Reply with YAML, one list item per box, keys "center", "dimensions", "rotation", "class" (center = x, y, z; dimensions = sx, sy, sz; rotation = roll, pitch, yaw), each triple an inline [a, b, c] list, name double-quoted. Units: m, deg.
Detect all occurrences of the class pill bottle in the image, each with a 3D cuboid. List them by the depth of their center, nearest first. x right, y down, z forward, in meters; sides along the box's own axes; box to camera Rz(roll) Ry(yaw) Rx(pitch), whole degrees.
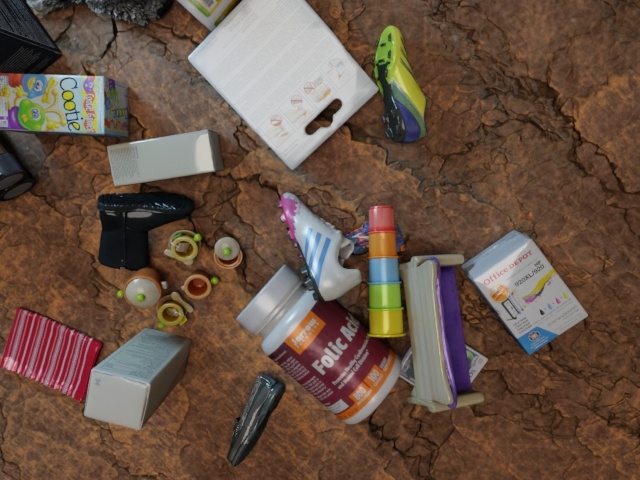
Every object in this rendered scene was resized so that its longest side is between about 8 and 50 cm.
- center: [-0.239, -0.651, 1.249]
  dimensions: [0.136, 0.136, 0.246]
  rotation: [42, 99, -2]
  class: "pill bottle"
- center: [-0.006, 0.257, 1.308]
  dimensions: [0.392, 0.224, 0.224]
  rotation: [41, 99, -2]
  class: "pill bottle"

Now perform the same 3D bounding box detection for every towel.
- center: [-0.779, 0.331, 1.482]
  dimensions: [0.275, 0.031, 0.199]
  rotation: [22, 98, 2]
  class: "towel"

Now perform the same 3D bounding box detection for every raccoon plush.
- center: [-0.542, -0.622, 1.196]
  dimensions: [0.446, 0.299, 0.216]
  rotation: [-20, 96, 7]
  class: "raccoon plush"

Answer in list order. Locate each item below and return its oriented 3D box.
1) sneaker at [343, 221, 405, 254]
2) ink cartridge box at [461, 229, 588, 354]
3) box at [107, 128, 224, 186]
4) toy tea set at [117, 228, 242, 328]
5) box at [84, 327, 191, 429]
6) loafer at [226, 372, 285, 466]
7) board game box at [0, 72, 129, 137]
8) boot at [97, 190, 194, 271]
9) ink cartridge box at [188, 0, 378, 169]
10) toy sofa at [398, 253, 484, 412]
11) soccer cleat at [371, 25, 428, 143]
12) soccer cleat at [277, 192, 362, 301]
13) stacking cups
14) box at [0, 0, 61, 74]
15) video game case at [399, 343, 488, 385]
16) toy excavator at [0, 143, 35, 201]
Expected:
- center: [0.110, -0.005, 1.346]
  dimensions: [0.221, 0.083, 0.087]
  rotation: [-1, 84, 0]
  class: "sneaker"
- center: [0.496, 0.121, 1.276]
  dimensions: [0.171, 0.168, 0.233]
  rotation: [-37, 93, 9]
  class: "ink cartridge box"
- center: [-0.403, -0.215, 1.344]
  dimensions: [0.275, 0.094, 0.113]
  rotation: [-6, 97, 5]
  class: "box"
- center: [-0.360, 0.096, 1.346]
  dimensions: [0.336, 0.124, 0.200]
  rotation: [-44, 111, 8]
  class: "toy tea set"
- center: [-0.454, 0.340, 1.312]
  dimensions: [0.148, 0.311, 0.121]
  rotation: [14, 99, 3]
  class: "box"
- center: [-0.194, 0.497, 1.436]
  dimensions: [0.084, 0.096, 0.267]
  rotation: [31, 93, 20]
  class: "loafer"
- center: [-0.657, -0.345, 1.322]
  dimensions: [0.275, 0.144, 0.142]
  rotation: [3, 98, 4]
  class: "board game box"
- center: [-0.467, -0.022, 1.374]
  dimensions: [0.246, 0.094, 0.207]
  rotation: [-2, 124, -19]
  class: "boot"
- center: [-0.091, -0.423, 1.303]
  dimensions: [0.308, 0.091, 0.385]
  rotation: [-42, 98, 8]
  class: "ink cartridge box"
- center: [0.296, 0.216, 1.239]
  dimensions: [0.150, 0.177, 0.363]
  rotation: [-1, 80, -25]
  class: "toy sofa"
- center: [0.206, -0.388, 1.287]
  dimensions: [0.121, 0.093, 0.289]
  rotation: [-10, 93, -24]
  class: "soccer cleat"
- center: [0.000, 0.000, 1.278]
  dimensions: [0.143, 0.116, 0.331]
  rotation: [-23, 58, 0]
  class: "soccer cleat"
- center: [0.162, 0.074, 1.254]
  dimensions: [0.096, 0.096, 0.316]
  rotation: [0, 86, 5]
  class: "stacking cups"
- center: [-0.857, -0.550, 1.235]
  dimensions: [0.182, 0.294, 0.296]
  rotation: [-35, 93, 8]
  class: "box"
- center: [0.326, 0.339, 1.394]
  dimensions: [0.190, 0.022, 0.173]
  rotation: [32, 99, 0]
  class: "video game case"
- center: [-1.006, -0.129, 1.320]
  dimensions: [0.445, 0.433, 0.222]
  rotation: [-35, 98, -19]
  class: "toy excavator"
